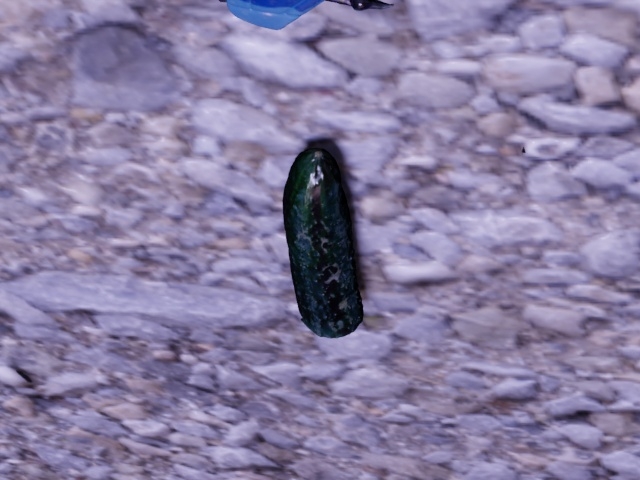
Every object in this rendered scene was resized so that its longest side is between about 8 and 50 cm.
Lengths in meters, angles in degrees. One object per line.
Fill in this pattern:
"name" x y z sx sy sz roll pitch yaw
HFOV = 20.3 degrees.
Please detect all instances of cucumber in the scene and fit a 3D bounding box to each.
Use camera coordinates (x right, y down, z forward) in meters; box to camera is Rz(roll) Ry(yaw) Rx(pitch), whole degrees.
"cucumber" 0.000 0.000 0.818 0.032 0.032 0.133 8 149 10

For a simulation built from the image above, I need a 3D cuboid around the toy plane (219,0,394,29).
"toy plane" 0.021 -0.125 0.575 0.246 0.078 0.169 1 146 13
